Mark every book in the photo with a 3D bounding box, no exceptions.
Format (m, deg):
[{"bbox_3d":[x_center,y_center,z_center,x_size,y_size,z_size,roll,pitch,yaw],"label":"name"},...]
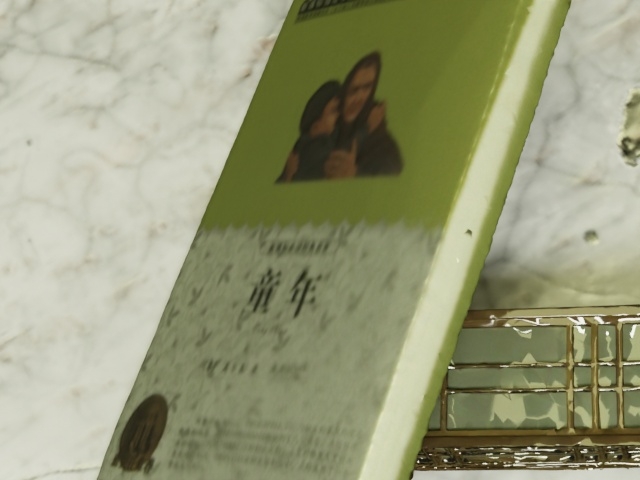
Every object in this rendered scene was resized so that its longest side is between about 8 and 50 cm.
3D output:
[{"bbox_3d":[0.000,0.000,0.934,0.239,0.035,0.352,0,66,54],"label":"book"}]

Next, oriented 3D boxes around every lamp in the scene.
[{"bbox_3d":[0.182,0.077,0.907,0.325,0.089,0.090,-2,73,13],"label":"lamp"}]
